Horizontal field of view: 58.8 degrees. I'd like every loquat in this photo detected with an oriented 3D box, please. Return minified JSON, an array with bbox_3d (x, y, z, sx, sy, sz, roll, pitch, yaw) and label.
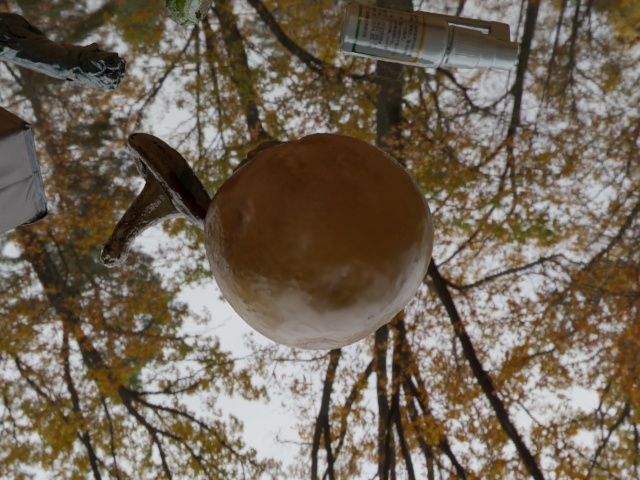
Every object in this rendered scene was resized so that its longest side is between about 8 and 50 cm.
[{"bbox_3d":[0.000,0.000,0.823,0.329,0.328,0.328,-1,-148,1],"label":"loquat"}]

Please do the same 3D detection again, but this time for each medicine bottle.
[{"bbox_3d":[0.137,-0.262,0.724,0.221,0.061,0.092,8,-120,-5],"label":"medicine bottle"}]

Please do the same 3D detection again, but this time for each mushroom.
[{"bbox_3d":[-0.308,-0.052,0.986,0.217,0.227,0.148,-42,-159,-17],"label":"mushroom"}]

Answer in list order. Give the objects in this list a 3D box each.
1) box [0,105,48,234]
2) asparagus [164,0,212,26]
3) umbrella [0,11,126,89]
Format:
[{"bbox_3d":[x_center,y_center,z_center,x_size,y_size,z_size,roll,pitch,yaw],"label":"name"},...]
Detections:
[{"bbox_3d":[-0.544,-0.120,0.799,0.252,0.188,0.153,32,-133,16],"label":"box"},{"bbox_3d":[-0.118,-0.328,0.633,0.067,0.060,0.278,-59,-162,-21],"label":"asparagus"},{"bbox_3d":[-0.539,-0.360,1.047,0.349,0.094,0.143,11,178,-20],"label":"umbrella"}]
